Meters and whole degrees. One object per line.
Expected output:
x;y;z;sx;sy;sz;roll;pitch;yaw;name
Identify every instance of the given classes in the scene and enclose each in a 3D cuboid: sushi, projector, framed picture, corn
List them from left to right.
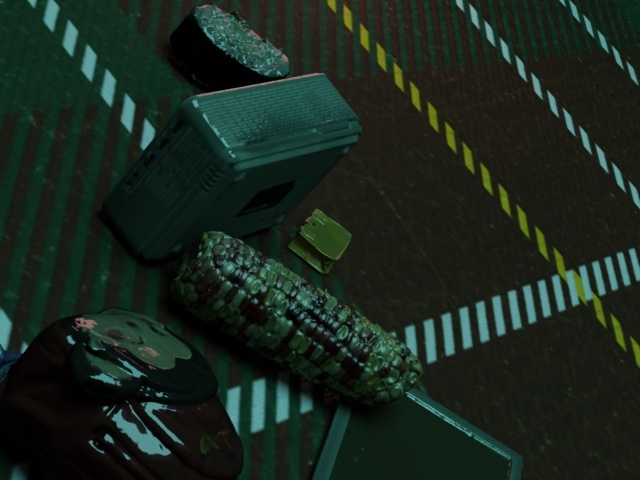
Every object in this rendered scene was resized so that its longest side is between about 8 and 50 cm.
-0.117;-0.232;1.941;0.150;0.078;0.090;33;38;-13;sushi
-0.091;-0.077;1.670;0.099;0.192;0.257;53;34;12;projector
-0.023;0.089;1.615;0.290;0.098;0.098;31;33;-12;corn
0.101;0.263;1.604;0.232;0.019;0.296;33;32;-5;framed picture

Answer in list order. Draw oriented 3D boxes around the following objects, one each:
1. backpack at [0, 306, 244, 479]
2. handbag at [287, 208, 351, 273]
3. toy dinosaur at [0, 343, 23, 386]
-0.166;0.159;1.354;0.229;0.139;0.229;37;13;-10;backpack
0.000;0.000;1.823;0.061;0.027;0.083;38;29;-3;handbag
-0.309;0.103;1.351;0.080;0.045;0.197;53;24;13;toy dinosaur
